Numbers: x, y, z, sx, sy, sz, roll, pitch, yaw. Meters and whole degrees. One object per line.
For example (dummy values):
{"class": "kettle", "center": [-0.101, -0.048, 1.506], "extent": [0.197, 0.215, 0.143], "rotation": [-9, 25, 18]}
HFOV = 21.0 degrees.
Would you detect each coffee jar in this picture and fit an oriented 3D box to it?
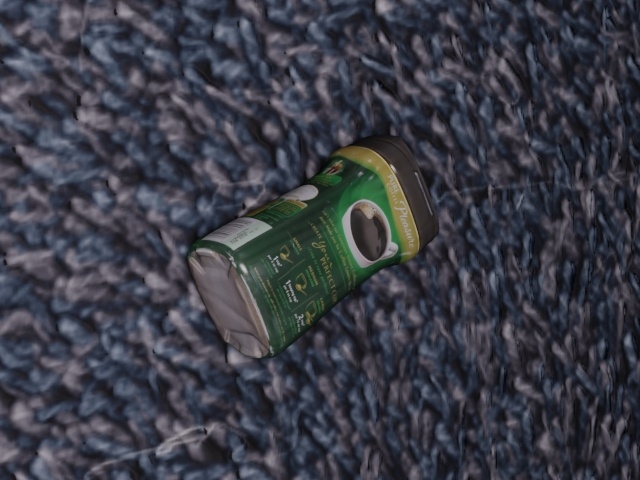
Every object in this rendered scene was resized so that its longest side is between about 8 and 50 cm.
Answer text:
{"class": "coffee jar", "center": [0.000, 0.000, 1.241], "extent": [0.184, 0.079, 0.096], "rotation": [-33, 113, -30]}
